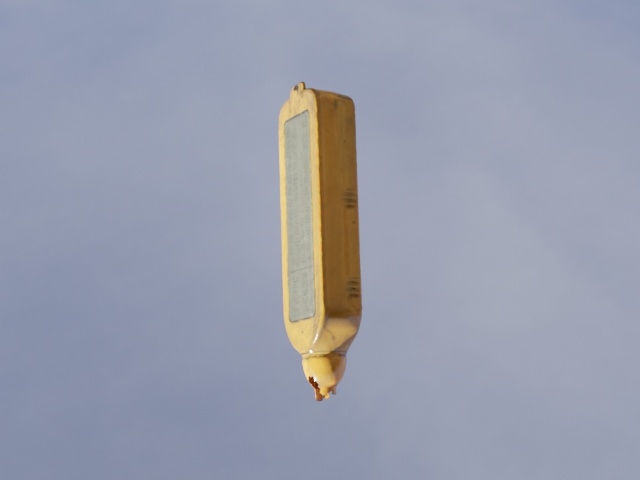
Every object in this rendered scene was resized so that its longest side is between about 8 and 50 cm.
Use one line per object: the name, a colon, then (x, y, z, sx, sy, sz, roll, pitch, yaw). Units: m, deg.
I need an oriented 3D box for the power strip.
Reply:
power strip: (0.000, 0.000, 0.771, 0.028, 0.178, 0.049, 4, 169, -27)
